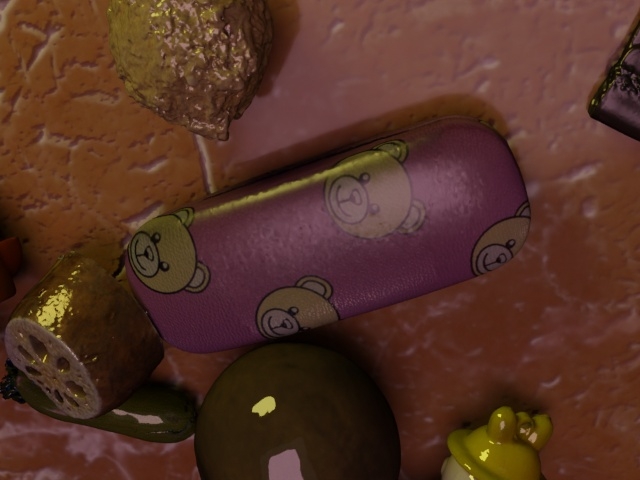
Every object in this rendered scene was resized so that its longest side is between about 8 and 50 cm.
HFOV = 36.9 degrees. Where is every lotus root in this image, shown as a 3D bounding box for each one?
[{"bbox_3d":[-0.189,0.076,0.765,0.122,0.081,0.112,45,139,-2],"label":"lotus root"}]

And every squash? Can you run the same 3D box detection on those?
[{"bbox_3d":[-0.193,0.138,0.831,0.183,0.052,0.052,14,112,7],"label":"squash"}]

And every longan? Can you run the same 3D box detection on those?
[{"bbox_3d":[-0.020,0.169,0.755,0.167,0.167,0.187,19,116,1],"label":"longan"}]

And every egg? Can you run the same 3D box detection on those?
[{"bbox_3d":[-0.090,-0.142,0.672,0.116,0.118,0.140,-19,116,-3],"label":"egg"}]

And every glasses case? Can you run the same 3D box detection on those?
[{"bbox_3d":[0.000,0.000,0.733,0.316,0.076,0.123,-17,109,15],"label":"glasses case"}]

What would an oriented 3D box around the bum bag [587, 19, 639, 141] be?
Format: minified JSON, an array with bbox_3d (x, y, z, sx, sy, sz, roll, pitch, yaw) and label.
[{"bbox_3d":[0.271,-0.133,0.669,0.109,0.026,0.159,24,112,0],"label":"bum bag"}]

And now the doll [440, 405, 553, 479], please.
[{"bbox_3d":[0.110,0.235,0.794,0.135,0.099,0.241,30,109,-4],"label":"doll"}]

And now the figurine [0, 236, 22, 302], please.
[{"bbox_3d":[-0.330,-0.007,0.754,0.143,0.143,0.271,-26,106,17],"label":"figurine"}]
